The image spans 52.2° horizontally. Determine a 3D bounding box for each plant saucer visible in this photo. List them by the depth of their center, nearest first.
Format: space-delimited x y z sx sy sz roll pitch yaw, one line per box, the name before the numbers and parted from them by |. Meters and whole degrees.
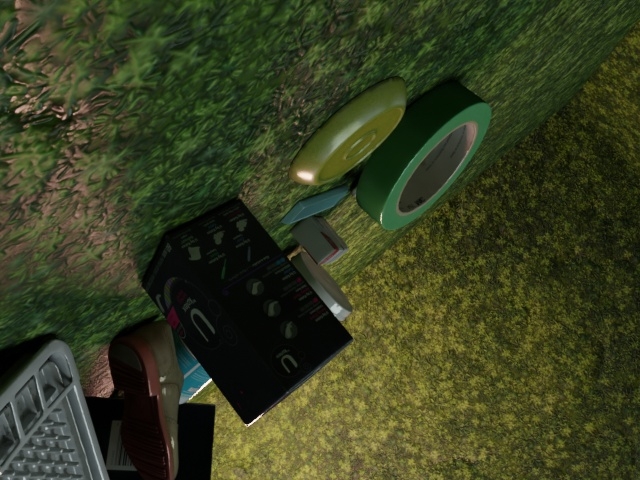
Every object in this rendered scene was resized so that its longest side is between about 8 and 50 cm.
plant saucer | 0.054 -0.164 1.053 0.241 0.037 0.241 -38 171 -7
plant saucer | -0.006 -0.073 1.321 0.067 0.018 0.192 -45 168 33

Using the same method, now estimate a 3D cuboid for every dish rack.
dish rack | -0.393 0.329 0.861 0.073 0.332 0.285 -3 -157 9

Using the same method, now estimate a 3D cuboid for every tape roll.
tape roll | 0.211 -0.165 1.324 0.321 0.077 0.321 -39 158 -19

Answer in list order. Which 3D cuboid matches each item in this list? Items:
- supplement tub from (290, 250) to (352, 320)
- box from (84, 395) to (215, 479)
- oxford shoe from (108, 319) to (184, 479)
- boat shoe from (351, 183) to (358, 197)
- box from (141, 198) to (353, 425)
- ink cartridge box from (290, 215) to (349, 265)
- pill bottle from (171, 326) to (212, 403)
supplement tub | -0.102 0.197 1.589 0.316 0.228 0.228 -41 171 8
box | -0.417 0.504 1.483 0.294 0.211 0.395 7 153 -15
oxford shoe | -0.300 0.317 1.241 0.130 0.123 0.348 -36 132 -54
boat shoe | 0.142 -0.101 1.516 0.098 0.096 0.277 -38 170 5
box | -0.113 0.105 0.954 0.143 0.270 0.165 -33 168 -38
ink cartridge box | 0.000 0.000 1.438 0.056 0.099 0.135 -41 170 11
pill bottle | -0.241 0.210 1.357 0.264 0.146 0.146 -41 171 13
